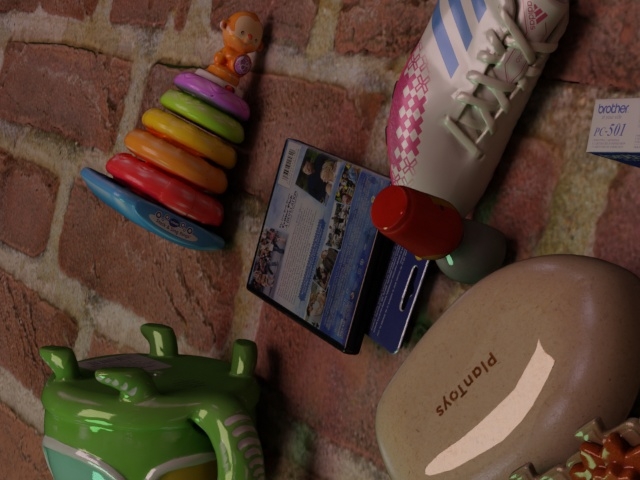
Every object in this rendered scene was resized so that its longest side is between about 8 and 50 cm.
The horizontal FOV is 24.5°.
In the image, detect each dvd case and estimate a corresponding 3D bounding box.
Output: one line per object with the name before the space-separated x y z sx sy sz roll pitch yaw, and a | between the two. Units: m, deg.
dvd case | 0.000 0.000 1.558 0.253 0.022 0.180 28 104 60

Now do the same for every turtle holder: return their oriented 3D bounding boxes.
turtle holder | -0.162 0.231 1.655 0.320 0.243 0.227 4 99 21

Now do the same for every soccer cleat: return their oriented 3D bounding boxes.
soccer cleat | 0.151 -0.167 1.339 0.143 0.116 0.331 17 94 60

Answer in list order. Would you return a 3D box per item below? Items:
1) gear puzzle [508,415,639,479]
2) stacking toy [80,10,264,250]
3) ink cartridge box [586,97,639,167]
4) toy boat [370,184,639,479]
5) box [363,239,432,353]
gear puzzle | 0.212 0.227 1.062 0.175 0.044 0.339 49 134 3
stacking toy | -0.149 -0.150 1.845 0.302 0.175 0.165 -62 31 -1
ink cartridge box | 0.300 -0.074 1.071 0.207 0.097 0.046 7 86 59
toy boat | 0.149 0.080 1.239 0.267 0.148 0.318 -43 46 22
box | 0.058 0.020 1.506 0.225 0.036 0.136 38 112 60
